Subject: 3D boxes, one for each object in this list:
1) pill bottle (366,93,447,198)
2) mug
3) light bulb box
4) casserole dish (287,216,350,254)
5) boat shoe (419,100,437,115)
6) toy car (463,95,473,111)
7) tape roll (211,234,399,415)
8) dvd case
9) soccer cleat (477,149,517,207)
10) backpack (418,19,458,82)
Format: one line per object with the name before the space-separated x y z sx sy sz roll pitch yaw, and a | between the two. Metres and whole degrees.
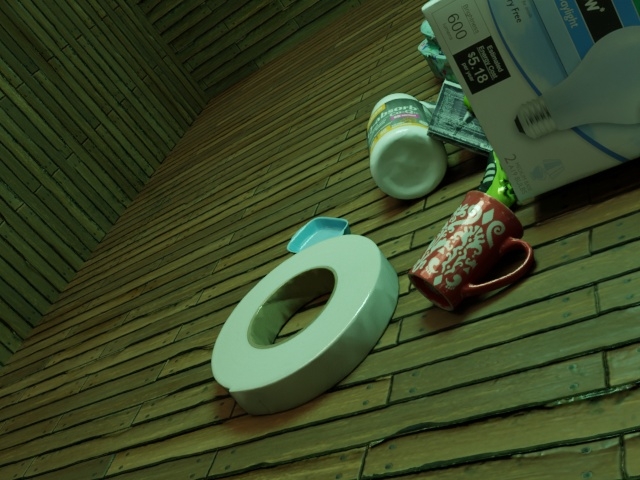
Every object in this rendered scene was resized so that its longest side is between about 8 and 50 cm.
pill bottle | 0.181 -0.217 1.507 0.162 0.162 0.278 -31 25 16
mug | 0.232 0.022 1.076 0.169 0.113 0.150 -47 23 -11
light bulb box | 0.413 -0.308 1.061 0.361 0.358 0.225 -23 16 32
casserole dish | 0.000 0.000 1.534 0.114 0.037 0.188 -47 26 -19
boat shoe | 0.280 -0.321 1.705 0.040 0.049 0.142 -23 23 -12
toy car | 0.359 -0.306 1.310 0.149 0.188 0.155 -36 53 -4
tape roll | -0.035 0.145 1.282 0.392 0.072 0.392 -31 25 16
dvd case | 0.314 -0.250 1.414 0.221 0.164 0.018 -66 -6 -46
soccer cleat | 0.315 -0.108 1.256 0.072 0.060 0.179 -39 20 33
backpack | 0.370 -0.517 1.762 0.225 0.191 0.253 -40 19 -2
